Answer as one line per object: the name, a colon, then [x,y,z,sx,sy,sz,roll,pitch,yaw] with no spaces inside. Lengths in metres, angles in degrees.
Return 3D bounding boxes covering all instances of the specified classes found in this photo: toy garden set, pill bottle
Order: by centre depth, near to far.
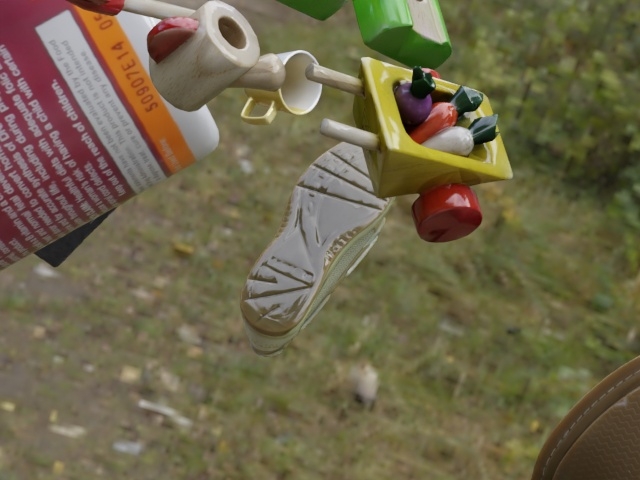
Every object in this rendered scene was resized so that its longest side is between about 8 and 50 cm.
toy garden set: [-0.021,-0.117,0.577,0.244,0.049,0.204,19,48,-44]
pill bottle: [-0.296,-0.074,1.146,0.392,0.224,0.224,-29,29,-4]

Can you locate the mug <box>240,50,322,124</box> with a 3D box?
mug: [-0.047,-0.153,1.488,0.064,0.062,0.078,8,25,41]

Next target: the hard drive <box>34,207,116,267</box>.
hard drive: [-0.330,-0.152,1.560,0.339,0.237,0.064,37,26,-20]

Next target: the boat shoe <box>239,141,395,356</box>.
boat shoe: [0.001,0.001,0.917,0.056,0.048,0.153,25,64,11]

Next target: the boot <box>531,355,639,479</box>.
boot: [0.151,0.118,0.664,0.073,0.197,0.152,41,29,30]
